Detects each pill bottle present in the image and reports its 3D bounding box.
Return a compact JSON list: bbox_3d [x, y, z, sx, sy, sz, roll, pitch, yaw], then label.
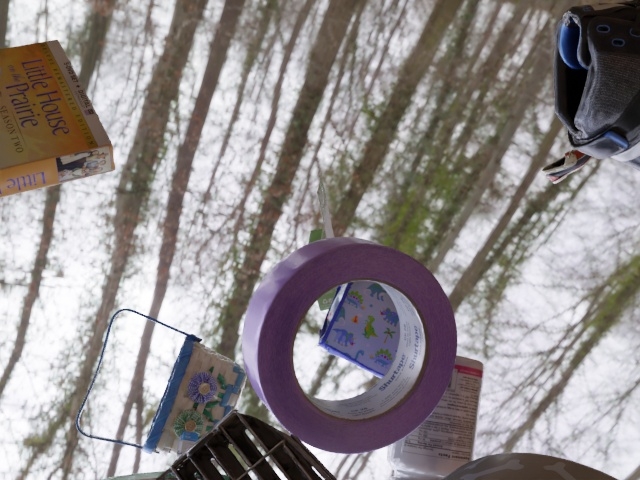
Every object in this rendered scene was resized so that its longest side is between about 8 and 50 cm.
[{"bbox_3d":[0.209,0.354,1.588,0.160,0.160,0.283,13,-101,-15],"label":"pill bottle"}]

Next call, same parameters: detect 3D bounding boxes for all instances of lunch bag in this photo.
[{"bbox_3d":[0.073,0.134,1.328,0.128,0.096,0.151,27,-136,-5],"label":"lunch bag"}]

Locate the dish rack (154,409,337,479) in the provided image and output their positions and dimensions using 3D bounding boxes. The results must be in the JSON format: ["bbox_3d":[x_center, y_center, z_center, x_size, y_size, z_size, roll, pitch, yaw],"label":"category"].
[{"bbox_3d":[-0.076,0.249,0.535,0.208,0.271,0.074,49,-175,16],"label":"dish rack"}]

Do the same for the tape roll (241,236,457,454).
[{"bbox_3d":[0.039,0.136,1.133,0.274,0.275,0.090,8,-176,-20],"label":"tape roll"}]

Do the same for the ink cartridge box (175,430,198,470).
[{"bbox_3d":[-0.244,0.391,1.543,0.028,0.048,0.083,14,-119,-14],"label":"ink cartridge box"}]

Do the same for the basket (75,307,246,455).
[{"bbox_3d":[-0.300,0.287,1.667,0.288,0.201,0.255,17,-95,-3],"label":"basket"}]

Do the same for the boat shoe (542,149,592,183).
[{"bbox_3d":[0.567,-0.181,1.952,0.043,0.137,0.049,41,-137,-11],"label":"boat shoe"}]

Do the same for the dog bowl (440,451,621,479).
[{"bbox_3d":[0.208,0.340,0.750,0.348,0.349,0.102,38,-137,15],"label":"dog bowl"}]

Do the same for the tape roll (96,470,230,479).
[{"bbox_3d":[-0.255,0.405,1.212,0.321,0.321,0.077,-4,-89,-31],"label":"tape roll"}]

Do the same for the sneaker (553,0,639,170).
[{"bbox_3d":[0.210,-0.144,0.498,0.121,0.217,0.079,11,-160,-15],"label":"sneaker"}]

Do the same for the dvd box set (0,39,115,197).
[{"bbox_3d":[-0.561,-0.168,1.299,0.420,0.062,0.308,-16,-130,-22],"label":"dvd box set"}]

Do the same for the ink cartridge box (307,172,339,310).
[{"bbox_3d":[0.000,0.000,1.709,0.056,0.235,0.171,-13,-163,6],"label":"ink cartridge box"}]
